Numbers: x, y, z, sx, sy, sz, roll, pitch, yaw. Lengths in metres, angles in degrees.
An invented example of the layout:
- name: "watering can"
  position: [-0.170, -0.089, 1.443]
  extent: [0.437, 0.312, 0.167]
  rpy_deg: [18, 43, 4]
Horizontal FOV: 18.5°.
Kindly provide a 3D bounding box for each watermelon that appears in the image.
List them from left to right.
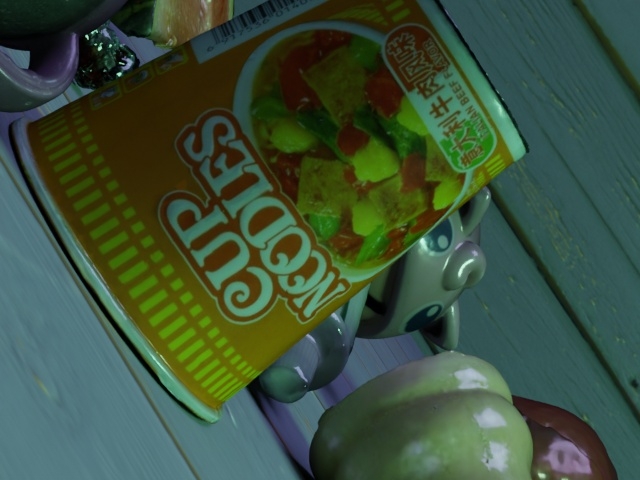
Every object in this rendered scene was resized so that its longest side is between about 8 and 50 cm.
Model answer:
- name: "watermelon"
  position: [-0.140, -0.207, 1.410]
  extent: [0.303, 0.128, 0.159]
  rpy_deg: [-14, 105, -84]

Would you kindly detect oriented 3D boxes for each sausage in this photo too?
- name: "sausage"
  position: [0.143, 0.187, 1.418]
  extent: [0.152, 0.152, 0.279]
  rpy_deg: [58, 4, 12]

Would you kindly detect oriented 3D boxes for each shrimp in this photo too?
- name: "shrimp"
  position: [-0.152, -0.173, 1.131]
  extent: [0.076, 0.082, 0.174]
  rpy_deg: [67, -2, -81]

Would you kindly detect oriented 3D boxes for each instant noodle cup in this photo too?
- name: "instant noodle cup"
  position: [-0.015, -0.036, 0.870]
  extent: [0.168, 0.185, 0.168]
  rpy_deg: [57, 3, -5]

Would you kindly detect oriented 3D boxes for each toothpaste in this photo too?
- name: "toothpaste"
  position: [0.000, 0.000, 1.218]
  extent: [0.392, 0.098, 0.061]
  rpy_deg: [-74, 170, -66]

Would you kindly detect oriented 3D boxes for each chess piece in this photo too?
- name: "chess piece"
  position: [0.124, 0.237, 0.962]
  extent: [0.397, 0.117, 0.117]
  rpy_deg: [61, 5, 35]

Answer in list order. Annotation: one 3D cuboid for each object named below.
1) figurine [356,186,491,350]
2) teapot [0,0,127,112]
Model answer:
- name: "figurine"
  position: [-0.011, -0.022, 1.458]
  extent: [0.287, 0.186, 0.176]
  rpy_deg: [37, -46, 26]
- name: "teapot"
  position: [-0.148, -0.137, 0.813]
  extent: [0.116, 0.148, 0.146]
  rpy_deg: [17, -6, 30]
